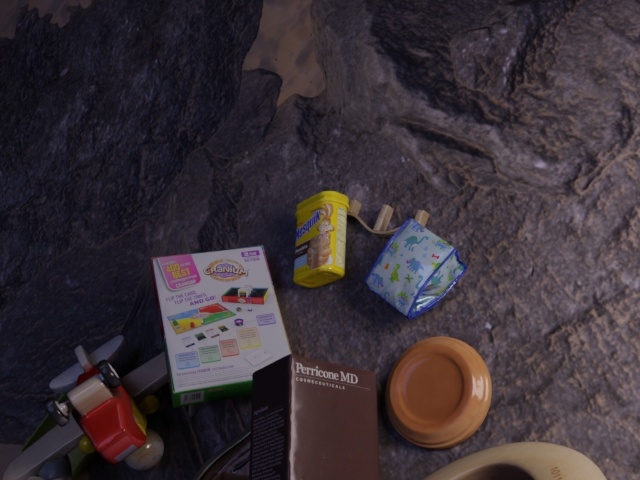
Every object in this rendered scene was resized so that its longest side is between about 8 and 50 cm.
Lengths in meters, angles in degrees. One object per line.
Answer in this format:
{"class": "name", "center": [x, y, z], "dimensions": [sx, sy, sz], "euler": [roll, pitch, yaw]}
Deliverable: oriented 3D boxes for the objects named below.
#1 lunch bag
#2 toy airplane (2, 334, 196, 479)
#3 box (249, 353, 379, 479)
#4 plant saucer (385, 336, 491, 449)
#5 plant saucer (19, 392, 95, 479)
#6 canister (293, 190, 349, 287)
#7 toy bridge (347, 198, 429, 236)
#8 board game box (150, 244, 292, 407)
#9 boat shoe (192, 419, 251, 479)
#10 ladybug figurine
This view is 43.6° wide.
{"class": "lunch bag", "center": [0.171, 0.059, 1.474], "dimensions": [0.151, 0.096, 0.128], "euler": [-47, 49, -7]}
{"class": "toy airplane", "center": [-0.428, 0.357, 1.657], "dimensions": [0.386, 0.273, 0.384], "euler": [-25, 16, 32]}
{"class": "box", "center": [-0.009, 0.402, 1.340], "dimensions": [0.143, 0.191, 0.382], "euler": [-35, 47, 46]}
{"class": "plant saucer", "center": [0.197, 0.260, 1.390], "dimensions": [0.199, 0.037, 0.200], "euler": [-16, 58, 28]}
{"class": "plant saucer", "center": [-0.579, 0.469, 1.811], "dimensions": [0.188, 0.045, 0.188], "euler": [37, 90, 40]}
{"class": "canister", "center": [0.000, 0.000, 1.624], "dimensions": [0.126, 0.073, 0.170], "euler": [-24, 55, 46]}
{"class": "toy bridge", "center": [0.125, -0.040, 1.602], "dimensions": [0.188, 0.026, 0.063], "euler": [11, 74, 39]}
{"class": "board game box", "center": [-0.200, 0.162, 1.605], "dimensions": [0.242, 0.064, 0.317], "euler": [-6, 53, -16]}
{"class": "boat shoe", "center": [-0.135, 0.431, 1.481], "dimensions": [0.307, 0.110, 0.104], "euler": [-51, 48, 2]}
{"class": "ladybug figurine", "center": [0.225, 0.471, 1.149], "dimensions": [0.449, 0.162, 0.305], "euler": [-31, 27, 13]}
